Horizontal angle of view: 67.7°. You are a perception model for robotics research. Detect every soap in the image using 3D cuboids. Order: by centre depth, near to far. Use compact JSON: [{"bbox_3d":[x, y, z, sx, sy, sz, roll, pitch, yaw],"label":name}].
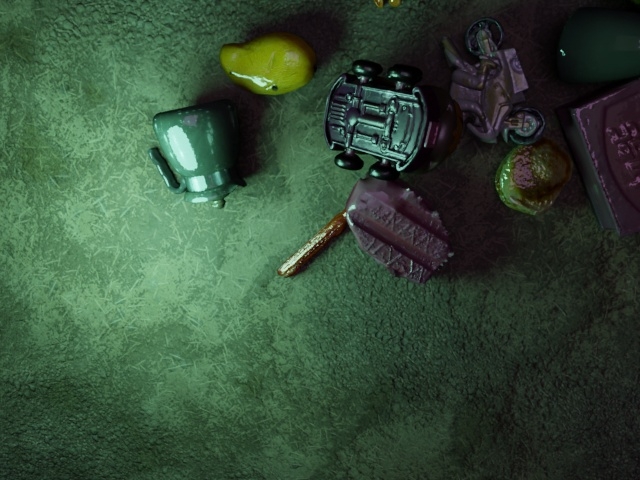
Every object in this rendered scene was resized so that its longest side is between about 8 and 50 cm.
[{"bbox_3d":[0.785,-0.220,1.206,0.232,0.128,0.360,-25,100,11],"label":"soap"},{"bbox_3d":[0.203,-0.039,1.289,0.324,0.127,0.220,33,102,-13],"label":"soap"}]

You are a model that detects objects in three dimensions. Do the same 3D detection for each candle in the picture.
[{"bbox_3d":[0.000,0.000,1.385,0.329,0.048,0.051,-42,81,14],"label":"candle"}]

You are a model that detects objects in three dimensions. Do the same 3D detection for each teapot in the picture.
[{"bbox_3d":[-0.346,-0.214,1.296,0.304,0.223,0.286,-11,108,6],"label":"teapot"}]

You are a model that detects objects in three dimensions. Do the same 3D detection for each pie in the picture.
[{"bbox_3d":[0.566,-0.171,1.261,0.178,0.084,0.205,31,99,0],"label":"pie"}]

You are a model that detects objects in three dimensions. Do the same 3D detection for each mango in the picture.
[{"bbox_3d":[-0.136,-0.470,1.267,0.261,0.109,0.158,6,113,10],"label":"mango"}]

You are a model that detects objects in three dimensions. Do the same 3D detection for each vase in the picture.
[{"bbox_3d":[0.719,-0.430,1.062,0.321,0.173,0.174,24,109,43],"label":"vase"}]

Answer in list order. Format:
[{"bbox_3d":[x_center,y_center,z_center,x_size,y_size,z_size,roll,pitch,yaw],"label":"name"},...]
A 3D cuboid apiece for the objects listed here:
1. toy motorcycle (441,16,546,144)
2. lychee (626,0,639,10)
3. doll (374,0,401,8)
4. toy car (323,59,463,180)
[{"bbox_3d":[0.415,-0.380,1.221,0.222,0.108,0.341,-22,92,23],"label":"toy motorcycle"},{"bbox_3d":[0.760,-0.657,1.044,0.269,0.270,0.320,0,112,7],"label":"lychee"},{"bbox_3d":[0.148,-0.693,1.187,0.142,0.135,0.221,-28,106,44],"label":"doll"},{"bbox_3d":[0.190,-0.298,1.206,0.340,0.240,0.272,28,115,38],"label":"toy car"}]
